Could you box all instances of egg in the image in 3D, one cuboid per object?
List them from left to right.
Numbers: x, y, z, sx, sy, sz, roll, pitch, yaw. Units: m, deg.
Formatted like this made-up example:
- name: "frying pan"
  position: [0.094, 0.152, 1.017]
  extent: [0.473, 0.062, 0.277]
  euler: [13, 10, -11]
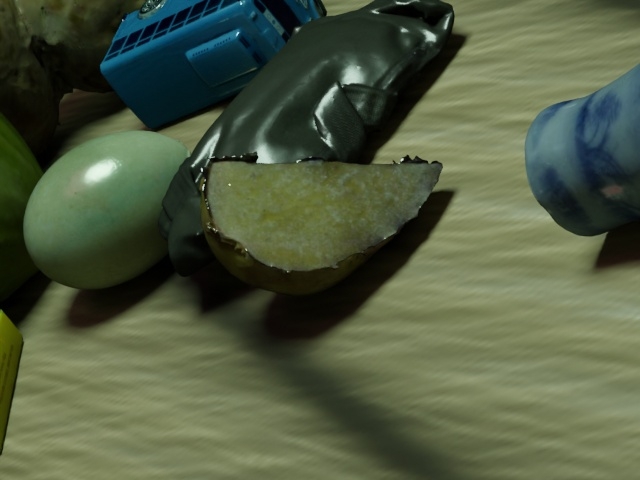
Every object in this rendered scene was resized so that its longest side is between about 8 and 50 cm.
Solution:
- name: "egg"
  position: [-0.165, -0.026, 1.583]
  extent: [0.152, 0.114, 0.114]
  euler: [-35, 27, 0]

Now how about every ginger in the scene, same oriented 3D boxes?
- name: "ginger"
  position: [-0.267, -0.208, 1.868]
  extent: [0.304, 0.244, 0.155]
  euler: [-35, 32, -13]

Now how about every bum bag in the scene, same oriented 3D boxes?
- name: "bum bag"
  position: [-0.018, -0.087, 1.555]
  extent: [0.142, 0.079, 0.326]
  euler: [8, 47, 45]

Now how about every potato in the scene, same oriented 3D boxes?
- name: "potato"
  position: [0.000, 0.000, 1.411]
  extent: [0.172, 0.089, 0.100]
  euler: [-2, 58, -9]

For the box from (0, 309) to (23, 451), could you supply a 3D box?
- name: "box"
  position: [-0.366, 0.171, 1.600]
  extent: [0.279, 0.041, 0.153]
  euler: [-29, 27, 16]

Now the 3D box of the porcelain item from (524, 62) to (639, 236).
- name: "porcelain item"
  position: [0.237, -0.072, 1.163]
  extent: [0.259, 0.141, 0.141]
  euler: [-17, 33, 49]

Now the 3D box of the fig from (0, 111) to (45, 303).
- name: "fig"
  position: [-0.375, -0.024, 1.670]
  extent: [0.316, 0.316, 0.316]
  euler: [-28, 28, 17]

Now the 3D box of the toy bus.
- name: "toy bus"
  position: [-0.095, -0.177, 1.766]
  extent: [0.185, 0.090, 0.106]
  euler: [-20, 32, 34]
